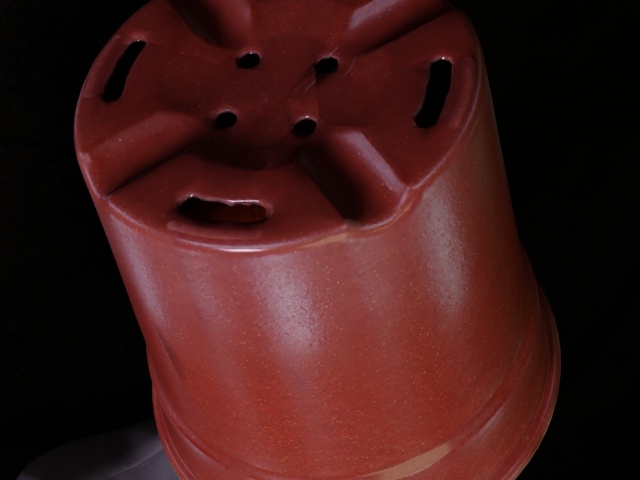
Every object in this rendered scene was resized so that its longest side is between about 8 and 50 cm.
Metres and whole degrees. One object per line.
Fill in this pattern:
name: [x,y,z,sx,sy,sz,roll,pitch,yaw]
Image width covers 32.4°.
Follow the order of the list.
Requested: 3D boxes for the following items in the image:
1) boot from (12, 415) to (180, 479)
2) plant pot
boot: [-0.085,0.136,0.902,0.338,0.118,0.223,-12,144,-53]
plant pot: [0.000,0.000,0.625,0.272,0.272,0.265,-27,143,-10]
